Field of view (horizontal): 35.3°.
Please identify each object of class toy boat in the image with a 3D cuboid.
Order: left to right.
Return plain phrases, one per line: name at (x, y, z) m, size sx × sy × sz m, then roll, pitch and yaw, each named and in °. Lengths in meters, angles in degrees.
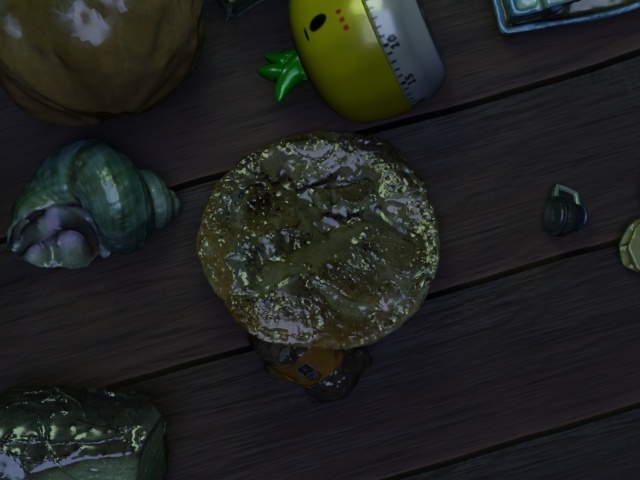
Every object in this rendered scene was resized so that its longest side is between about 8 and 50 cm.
toy boat at (0.429, -0.418, 1.569) m, size 0.332 × 0.133 × 0.145 m, roll -15°, pitch 95°, yaw 0°

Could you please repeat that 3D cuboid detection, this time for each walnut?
walnut at (-0.337, -0.354, 1.457) m, size 0.384 × 0.383 × 0.383 m, roll 0°, pitch 96°, yaw -2°

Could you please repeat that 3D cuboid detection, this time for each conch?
conch at (-0.349, -0.053, 1.577) m, size 0.277 × 0.195 × 0.220 m, roll -8°, pitch 118°, yaw -23°

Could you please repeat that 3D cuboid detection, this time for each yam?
yam at (-0.382, 0.327, 1.599) m, size 0.271 × 0.202 × 0.201 m, roll 7°, pitch 60°, yaw 2°

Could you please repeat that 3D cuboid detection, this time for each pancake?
pancake at (0.001, -0.001, 1.570) m, size 0.387 × 0.082 × 0.386 m, roll 1°, pitch 66°, yaw -3°

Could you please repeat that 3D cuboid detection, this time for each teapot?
teapot at (0.403, -0.049, 1.650) m, size 0.057 × 0.066 × 0.088 m, roll 5°, pitch 73°, yaw -21°

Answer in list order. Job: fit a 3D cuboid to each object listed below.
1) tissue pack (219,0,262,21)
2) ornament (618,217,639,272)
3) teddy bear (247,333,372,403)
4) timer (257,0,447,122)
tissue pack at (-0.105, -0.592, 1.500) m, size 0.332 × 0.205 × 0.405 m, roll -32°, pitch 97°, yaw -2°
ornament at (0.598, -0.025, 1.656) m, size 0.180 × 0.059 × 0.201 m, roll 20°, pitch 93°, yaw -7°
teddy bear at (-0.012, 0.181, 1.624) m, size 0.177 × 0.140 × 0.190 m, roll -41°, pitch 115°, yaw 16°
timer at (0.031, -0.291, 1.517) m, size 0.285 × 0.285 × 0.285 m, roll 0°, pitch 96°, yaw -2°
